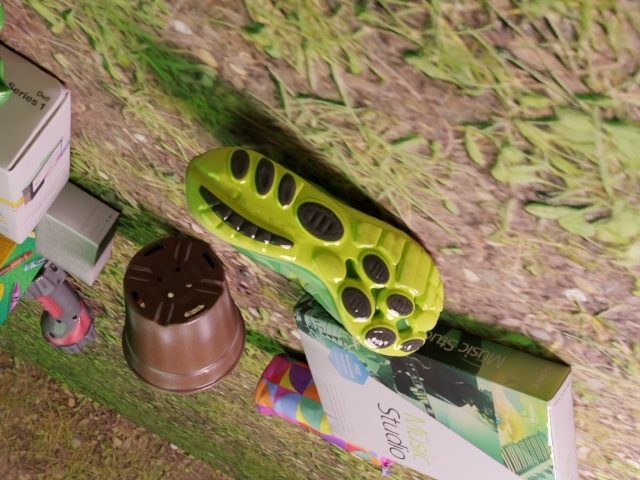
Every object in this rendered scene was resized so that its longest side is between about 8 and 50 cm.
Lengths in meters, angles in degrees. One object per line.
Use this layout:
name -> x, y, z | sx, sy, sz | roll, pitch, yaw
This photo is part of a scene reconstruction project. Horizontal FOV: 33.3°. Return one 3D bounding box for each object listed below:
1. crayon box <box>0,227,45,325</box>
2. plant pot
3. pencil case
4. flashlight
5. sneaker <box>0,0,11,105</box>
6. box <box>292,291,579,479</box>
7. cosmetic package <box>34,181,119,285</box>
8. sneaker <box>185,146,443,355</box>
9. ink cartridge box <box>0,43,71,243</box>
crayon box -> -0.585, 0.009, 1.727 | 0.278, 0.165, 0.081 | 21, 159, 27
plant pot -> -0.179, 0.088, 1.368 | 0.167, 0.167, 0.165 | 26, 152, 12
pencil case -> 0.021, 0.243, 1.525 | 0.236, 0.104, 0.104 | 22, 158, 28
flashlight -> -0.489, 0.109, 1.923 | 0.103, 0.103, 0.304 | 20, 159, 16
sneaker -> -0.360, -0.235, 0.922 | 0.344, 0.146, 0.134 | 90, 162, -55
box -> 0.131, 0.185, 1.205 | 0.322, 0.058, 0.232 | 16, 139, 32
cosmetic package -> -0.340, -0.010, 1.485 | 0.099, 0.060, 0.239 | 31, 160, -5
sneaker -> 0.000, 0.000, 1.002 | 0.295, 0.109, 0.123 | 37, -178, -23
ink cartridge box -> -0.395, -0.126, 1.201 | 0.201, 0.117, 0.278 | 32, 160, -3
